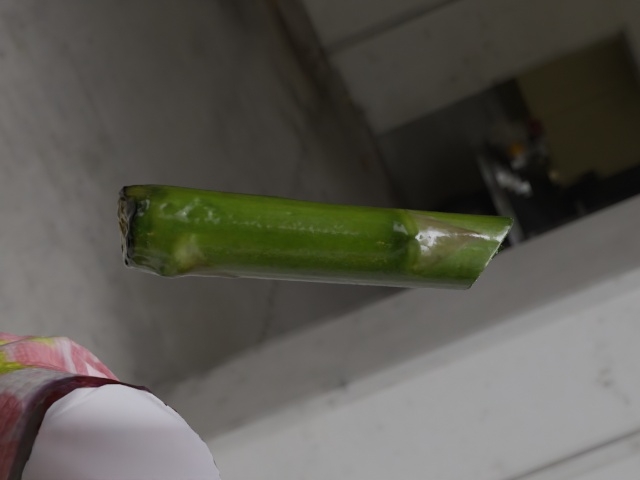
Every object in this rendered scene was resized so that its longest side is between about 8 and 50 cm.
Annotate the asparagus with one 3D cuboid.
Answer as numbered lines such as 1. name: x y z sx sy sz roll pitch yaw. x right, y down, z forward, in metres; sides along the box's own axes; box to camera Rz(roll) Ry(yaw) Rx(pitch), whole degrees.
1. asparagus: 0.000 0.002 1.330 0.067 0.278 0.060 -148 -116 -77

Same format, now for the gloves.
1. gloves: -0.131 0.103 0.605 0.126 0.241 0.145 -11 89 -35
